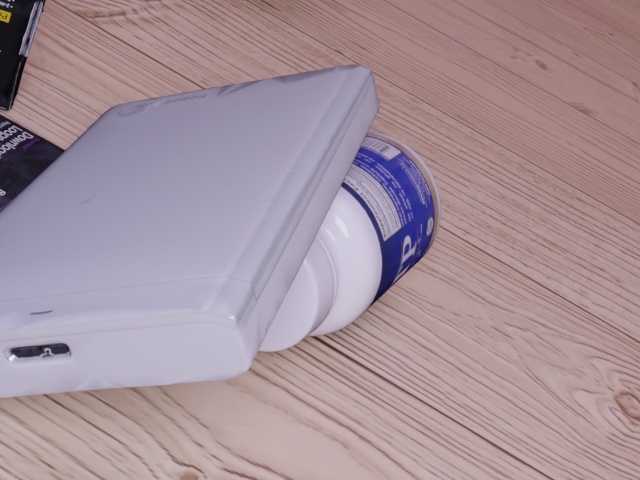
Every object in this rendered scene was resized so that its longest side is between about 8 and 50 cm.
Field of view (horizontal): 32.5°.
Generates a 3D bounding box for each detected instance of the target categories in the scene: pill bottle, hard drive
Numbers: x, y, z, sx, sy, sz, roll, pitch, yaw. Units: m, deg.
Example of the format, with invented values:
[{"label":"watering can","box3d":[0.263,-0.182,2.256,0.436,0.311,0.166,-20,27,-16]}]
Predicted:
[{"label":"pill bottle","box3d":[0.000,0.000,0.734,0.112,0.112,0.186,34,30,12]},{"label":"hard drive","box3d":[-0.093,-0.017,0.632,0.203,0.040,0.307,-7,27,19]}]

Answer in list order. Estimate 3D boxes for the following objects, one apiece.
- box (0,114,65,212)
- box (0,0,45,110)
[{"label":"box","box3d":[-0.256,-0.064,0.708,0.162,0.029,0.116,30,29,1]},{"label":"box","box3d":[-0.325,-0.255,0.723,0.322,0.257,0.079,16,31,-19]}]
